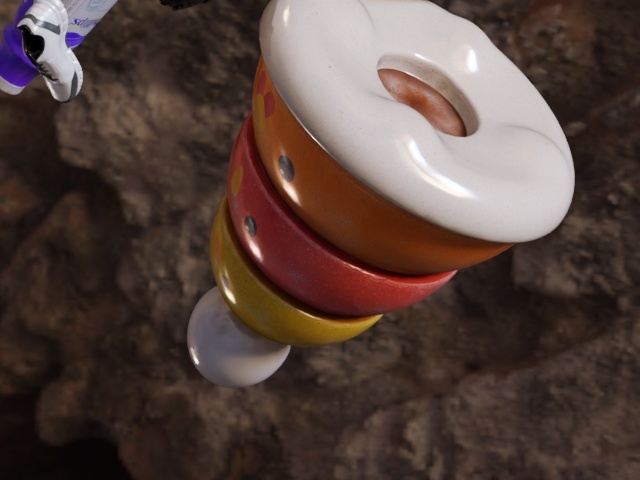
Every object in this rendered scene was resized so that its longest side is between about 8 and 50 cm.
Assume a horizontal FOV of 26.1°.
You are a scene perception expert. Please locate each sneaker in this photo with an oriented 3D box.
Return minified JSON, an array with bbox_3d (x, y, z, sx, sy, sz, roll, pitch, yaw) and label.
[{"bbox_3d":[-0.234,-0.157,1.175,0.040,0.044,0.109,16,-39,22],"label":"sneaker"}]

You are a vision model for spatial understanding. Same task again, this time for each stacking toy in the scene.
[{"bbox_3d":[0.000,0.000,1.437,0.480,0.350,0.351,-54,-130,33],"label":"stacking toy"}]

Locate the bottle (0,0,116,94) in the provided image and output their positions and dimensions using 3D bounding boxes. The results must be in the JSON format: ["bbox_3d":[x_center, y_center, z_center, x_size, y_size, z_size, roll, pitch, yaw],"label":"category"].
[{"bbox_3d":[-0.382,-0.329,2.017,0.283,0.118,0.092,-43,-96,22],"label":"bottle"}]

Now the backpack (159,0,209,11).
[{"bbox_3d":[-0.126,-0.311,1.459,0.115,0.152,0.182,67,-13,-5],"label":"backpack"}]
